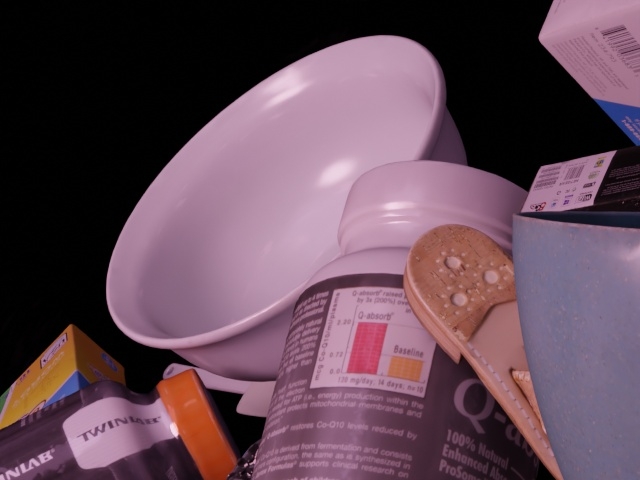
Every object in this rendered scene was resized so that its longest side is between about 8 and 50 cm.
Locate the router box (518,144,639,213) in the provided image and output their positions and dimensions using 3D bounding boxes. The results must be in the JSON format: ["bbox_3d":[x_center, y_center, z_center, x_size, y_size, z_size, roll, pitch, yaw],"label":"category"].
[{"bbox_3d":[0.220,0.000,1.065,0.179,0.133,0.046,-12,43,50],"label":"router box"}]

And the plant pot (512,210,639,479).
[{"bbox_3d":[0.227,0.090,0.834,0.290,0.290,0.195,7,96,58],"label":"plant pot"}]

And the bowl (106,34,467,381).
[{"bbox_3d":[0.000,0.000,1.365,0.298,0.134,0.298,-30,30,20],"label":"bowl"}]

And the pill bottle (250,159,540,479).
[{"bbox_3d":[0.051,0.104,1.104,0.162,0.162,0.278,-16,51,46],"label":"pill bottle"}]

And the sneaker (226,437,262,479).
[{"bbox_3d":[0.029,0.125,1.242,0.237,0.085,0.086,-43,-17,-6],"label":"sneaker"}]

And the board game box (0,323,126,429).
[{"bbox_3d":[-0.251,0.199,1.482,0.242,0.064,0.316,-46,12,-1],"label":"board game box"}]

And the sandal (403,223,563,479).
[{"bbox_3d":[0.139,0.067,0.990,0.088,0.240,0.079,-41,-20,-22],"label":"sandal"}]

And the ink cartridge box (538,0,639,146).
[{"bbox_3d":[0.268,-0.136,1.174,0.231,0.134,0.078,-13,43,48],"label":"ink cartridge box"}]

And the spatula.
[{"bbox_3d":[-0.039,0.066,1.489,0.242,0.019,0.168,4,57,57],"label":"spatula"}]

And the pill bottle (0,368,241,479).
[{"bbox_3d":[-0.173,0.177,1.261,0.246,0.130,0.130,-27,28,-3],"label":"pill bottle"}]
